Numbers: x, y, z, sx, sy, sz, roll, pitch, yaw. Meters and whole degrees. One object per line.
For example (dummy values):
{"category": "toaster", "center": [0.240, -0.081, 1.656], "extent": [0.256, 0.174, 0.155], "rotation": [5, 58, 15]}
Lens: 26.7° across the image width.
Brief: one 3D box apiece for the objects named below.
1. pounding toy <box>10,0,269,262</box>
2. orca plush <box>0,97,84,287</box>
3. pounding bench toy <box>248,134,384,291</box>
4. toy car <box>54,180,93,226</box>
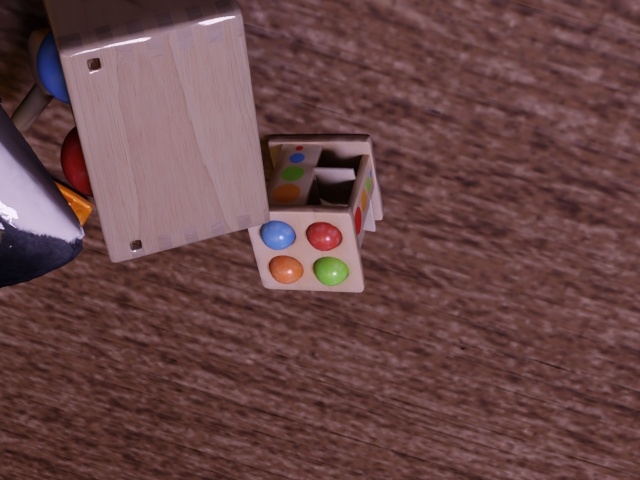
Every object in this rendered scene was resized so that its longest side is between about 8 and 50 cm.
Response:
{"category": "pounding toy", "center": [-0.091, -0.072, 0.588], "extent": [0.100, 0.141, 0.130], "rotation": [-15, 134, -9]}
{"category": "orca plush", "center": [-0.225, -0.081, 0.552], "extent": [0.102, 0.151, 0.287], "rotation": [-38, 111, 1]}
{"category": "pounding bench toy", "center": [0.000, 0.000, 0.669], "extent": [0.052, 0.065, 0.083], "rotation": [1, 134, 14]}
{"category": "toy car", "center": [-0.175, -0.027, 0.710], "extent": [0.060, 0.040, 0.122], "rotation": [-26, 123, 34]}
